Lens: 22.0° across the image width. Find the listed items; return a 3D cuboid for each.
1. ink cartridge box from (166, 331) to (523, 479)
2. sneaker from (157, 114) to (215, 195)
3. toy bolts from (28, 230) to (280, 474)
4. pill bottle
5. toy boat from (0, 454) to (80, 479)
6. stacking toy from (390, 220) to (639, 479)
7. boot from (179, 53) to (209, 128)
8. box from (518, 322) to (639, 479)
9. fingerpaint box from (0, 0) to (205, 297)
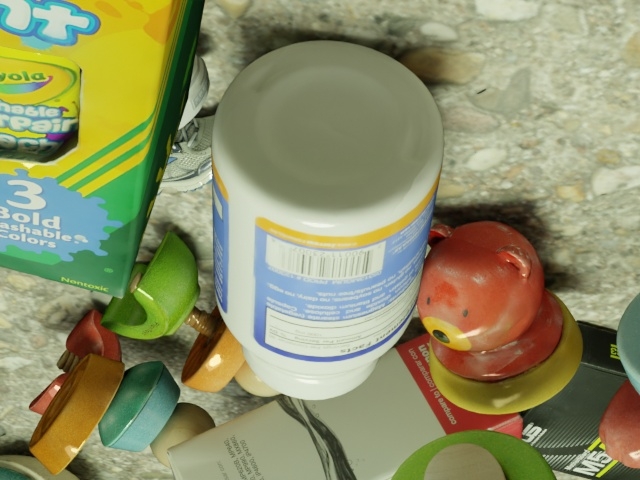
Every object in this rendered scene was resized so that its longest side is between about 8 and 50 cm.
[{"bbox_3d":[0.023,0.208,1.386,0.273,0.114,0.197,-24,147,-11],"label":"ink cartridge box"},{"bbox_3d":[-0.114,-0.065,1.181,0.135,0.052,0.058,-22,129,35],"label":"sneaker"},{"bbox_3d":[-0.135,0.137,1.353,0.158,0.218,0.228,34,148,-12],"label":"toy bolts"},{"bbox_3d":[0.000,0.000,1.158,0.152,0.152,0.272,8,147,2],"label":"pill bottle"},{"bbox_3d":[-0.348,0.351,1.713,0.318,0.148,0.267,1,106,43],"label":"toy boat"},{"bbox_3d":[0.177,0.112,1.152,0.309,0.279,0.130,8,138,28],"label":"stacking toy"},{"bbox_3d":[-0.210,-0.106,1.120,0.258,0.095,0.123,-19,132,23],"label":"boot"},{"bbox_3d":[0.265,0.152,1.420,0.184,0.045,0.190,14,146,-12],"label":"box"},{"bbox_3d":[-0.281,-0.163,0.835,0.445,0.163,0.371,15,151,-4],"label":"fingerpaint box"}]
